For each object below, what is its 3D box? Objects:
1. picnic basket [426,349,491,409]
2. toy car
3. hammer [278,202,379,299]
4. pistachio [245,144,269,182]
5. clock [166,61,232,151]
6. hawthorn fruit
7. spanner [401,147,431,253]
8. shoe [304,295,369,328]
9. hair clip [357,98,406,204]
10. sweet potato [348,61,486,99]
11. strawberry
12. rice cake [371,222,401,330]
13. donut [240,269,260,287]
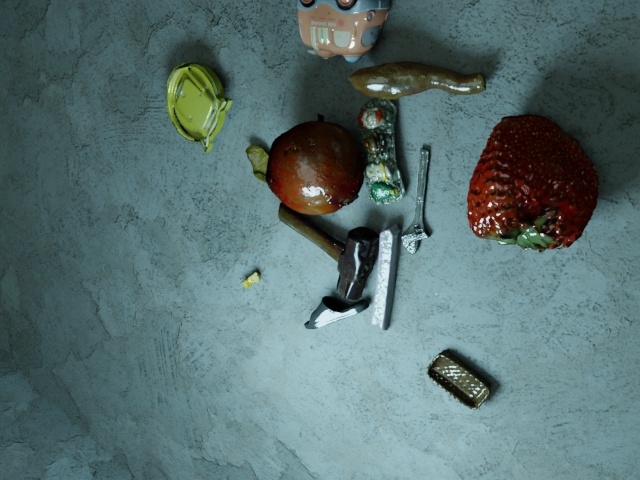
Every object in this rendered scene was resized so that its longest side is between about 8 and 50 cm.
[{"bbox_3d":[0.429,0.429,1.637,0.193,0.054,0.110,38,118,19],"label":"picnic basket"},{"bbox_3d":[0.061,-0.629,1.523,0.270,0.180,0.213,17,121,28],"label":"toy car"},{"bbox_3d":[0.000,0.000,1.758,0.408,0.095,0.243,34,128,27],"label":"hammer"},{"bbox_3d":[-0.198,-0.258,1.845,0.089,0.049,0.173,-43,76,9],"label":"pistachio"},{"bbox_3d":[-0.442,-0.497,1.918,0.293,0.071,0.277,50,126,12],"label":"clock"},{"bbox_3d":[-0.021,-0.218,1.612,0.315,0.316,0.316,9,107,29],"label":"hawthorn fruit"},{"bbox_3d":[0.297,-0.115,1.596,0.093,0.026,0.326,11,107,30],"label":"spanner"},{"bbox_3d":[0.046,0.226,1.792,0.240,0.108,0.093,-22,89,27],"label":"shoe"},{"bbox_3d":[0.172,-0.264,1.592,0.138,0.091,0.322,-4,99,35],"label":"hair clip"},{"bbox_3d":[0.267,-0.449,1.482,0.384,0.109,0.109,6,106,18],"label":"sweet potato"},{"bbox_3d":[0.528,-0.150,1.334,0.311,0.267,0.352,6,75,4],"label":"strawberry"},{"bbox_3d":[0.207,0.122,1.687,0.056,0.072,0.365,15,112,28],"label":"rice cake"},{"bbox_3d":[-0.259,0.149,1.983,0.083,0.067,0.038,-39,100,0],"label":"donut"}]
